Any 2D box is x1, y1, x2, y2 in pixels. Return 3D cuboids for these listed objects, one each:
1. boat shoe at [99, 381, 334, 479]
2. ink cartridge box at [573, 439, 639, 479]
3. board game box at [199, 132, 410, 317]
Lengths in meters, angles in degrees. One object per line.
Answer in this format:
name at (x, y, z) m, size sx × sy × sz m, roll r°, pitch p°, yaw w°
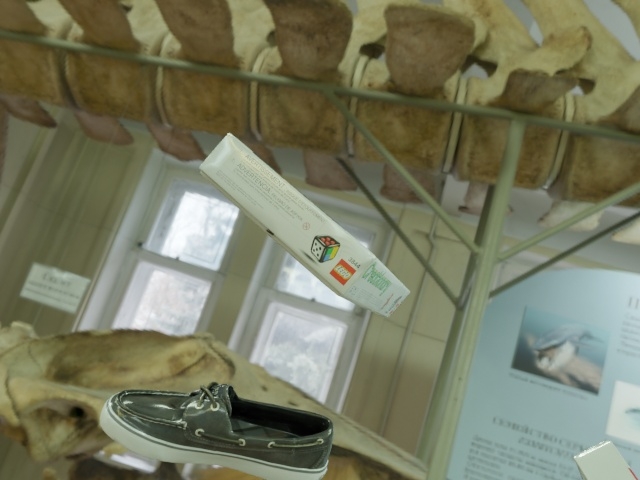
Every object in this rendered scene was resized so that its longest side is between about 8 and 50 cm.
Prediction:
boat shoe at (-0.094, 0.175, 0.631) m, size 0.228 × 0.076 × 0.080 m, roll 18°, pitch 17°, yaw -4°
ink cartridge box at (0.440, 0.386, 0.951) m, size 0.150 × 0.063 × 0.109 m, roll 59°, pitch 5°, yaw -34°
board game box at (0.000, 0.000, 0.739) m, size 0.193 × 0.053 × 0.305 m, roll 41°, pitch 1°, yaw 17°
